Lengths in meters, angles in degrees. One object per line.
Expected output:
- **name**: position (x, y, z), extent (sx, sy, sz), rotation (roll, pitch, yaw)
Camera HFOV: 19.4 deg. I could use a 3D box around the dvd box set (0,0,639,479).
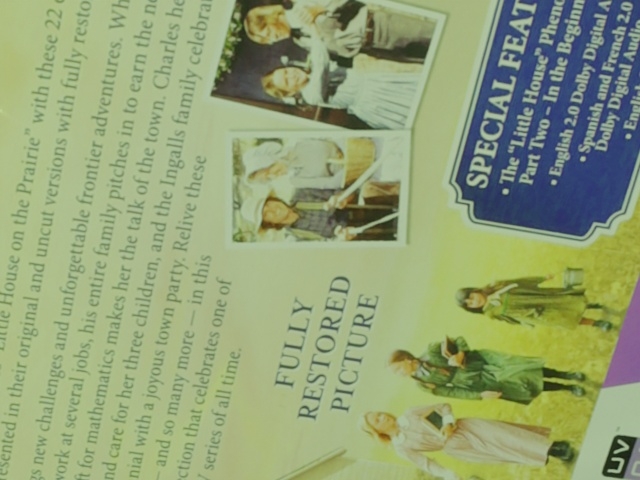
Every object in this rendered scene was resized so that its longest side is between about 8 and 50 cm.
- **dvd box set**: position (0.000, 0.000, 0.597), extent (0.420, 0.062, 0.307), rotation (9, 114, -9)
